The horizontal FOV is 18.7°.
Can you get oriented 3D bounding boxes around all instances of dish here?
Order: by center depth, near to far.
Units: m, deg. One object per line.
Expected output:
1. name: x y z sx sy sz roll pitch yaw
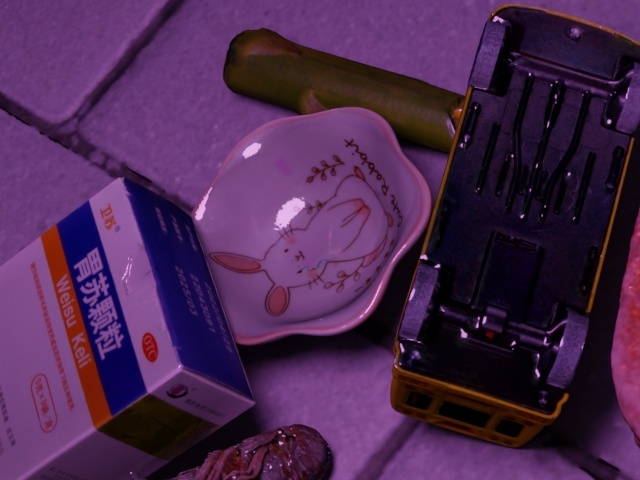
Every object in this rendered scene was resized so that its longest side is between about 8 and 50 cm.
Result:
1. dish: 0.000 0.000 1.643 0.229 0.081 0.229 -12 59 21

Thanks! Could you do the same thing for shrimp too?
1. shrimp: -0.082 0.198 1.553 0.190 0.075 0.073 -26 48 -5

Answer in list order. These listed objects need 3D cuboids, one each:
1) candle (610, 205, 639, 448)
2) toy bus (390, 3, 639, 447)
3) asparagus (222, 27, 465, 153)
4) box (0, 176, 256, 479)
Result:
1. candle: 0.345 0.031 1.441 0.317 0.131 0.287 -33 50 1
2. toy bus: 0.152 -0.015 1.527 0.145 0.151 0.331 17 67 2
3. asparagus: 0.030 -0.130 1.719 0.278 0.060 0.067 17 59 30
4. box: -0.220 0.118 1.609 0.299 0.106 0.200 -36 53 20
